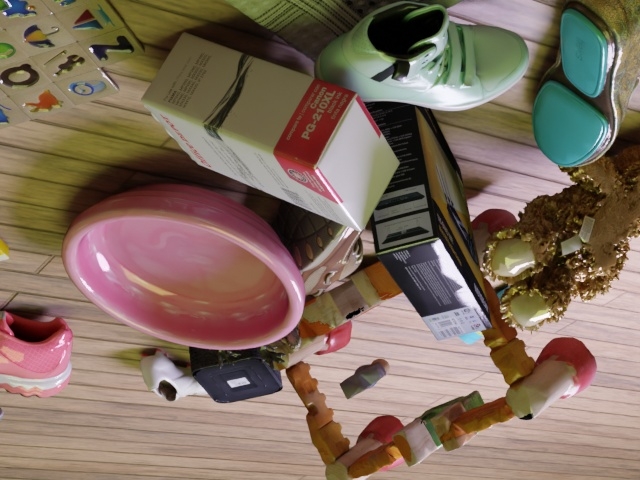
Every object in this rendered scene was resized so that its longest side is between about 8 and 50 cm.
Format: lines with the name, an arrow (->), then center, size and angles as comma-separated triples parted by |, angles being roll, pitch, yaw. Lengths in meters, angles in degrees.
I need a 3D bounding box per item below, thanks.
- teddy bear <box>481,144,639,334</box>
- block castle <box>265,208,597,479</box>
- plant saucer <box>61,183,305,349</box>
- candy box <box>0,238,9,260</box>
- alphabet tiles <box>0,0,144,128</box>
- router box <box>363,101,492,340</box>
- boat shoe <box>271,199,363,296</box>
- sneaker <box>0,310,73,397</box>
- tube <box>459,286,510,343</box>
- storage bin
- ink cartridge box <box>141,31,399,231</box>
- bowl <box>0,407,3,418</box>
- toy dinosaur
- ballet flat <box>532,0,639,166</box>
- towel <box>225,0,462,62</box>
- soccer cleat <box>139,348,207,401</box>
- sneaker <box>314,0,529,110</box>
teddy bear -> 0.349, -0.022, 1.821 | 0.245, 0.338, 0.113 | 44, 168, -29
block castle -> 0.157, 0.166, 2.014 | 0.453, 0.303, 0.213 | -31, 177, 40
plant saucer -> -0.178, 0.030, 1.802 | 0.332, 0.084, 0.332 | 10, 147, 7
candy box -> -0.500, -0.014, 1.762 | 0.105, 0.027, 0.206 | -15, 154, 5
alphabet tiles -> -0.380, -0.200, 1.451 | 0.342, 0.011, 0.285 | -15, 153, 12
router box -> 0.128, -0.040, 1.675 | 0.081, 0.243, 0.309 | -15, 154, 13
boat shoe -> 0.000, 0.000, 1.870 | 0.116, 0.123, 0.324 | -1, 162, -24
sneaker -> -0.525, 0.152, 2.030 | 0.313, 0.116, 0.136 | 4, 131, -23
tube -> 0.316, 0.105, 2.255 | 0.080, 0.052, 0.207 | 10, 143, -46
storage bin -> -0.142, 0.200, 2.243 | 0.122, 0.084, 0.180 | -13, 153, 6
ink cartridge box -> -0.054, -0.121, 1.484 | 0.237, 0.100, 0.172 | 23, 167, 27
bowl -> -0.652, 0.302, 2.028 | 0.311, 0.163, 0.311 | 14, 180, 0
toy dinosaur -> -0.118, 0.137, 2.010 | 0.268, 0.064, 0.118 | 12, 130, 34
ballet flat -> 0.333, -0.201, 1.590 | 0.123, 0.123, 0.348 | -9, 156, -1
towel -> 0.032, -0.294, 1.351 | 0.312, 0.056, 0.324 | -26, 150, 29
soccer cleat -> -0.246, 0.247, 2.310 | 0.068, 0.076, 0.196 | -22, 151, 23
sneaker -> 0.136, -0.200, 1.428 | 0.256, 0.094, 0.151 | -8, 172, -22
